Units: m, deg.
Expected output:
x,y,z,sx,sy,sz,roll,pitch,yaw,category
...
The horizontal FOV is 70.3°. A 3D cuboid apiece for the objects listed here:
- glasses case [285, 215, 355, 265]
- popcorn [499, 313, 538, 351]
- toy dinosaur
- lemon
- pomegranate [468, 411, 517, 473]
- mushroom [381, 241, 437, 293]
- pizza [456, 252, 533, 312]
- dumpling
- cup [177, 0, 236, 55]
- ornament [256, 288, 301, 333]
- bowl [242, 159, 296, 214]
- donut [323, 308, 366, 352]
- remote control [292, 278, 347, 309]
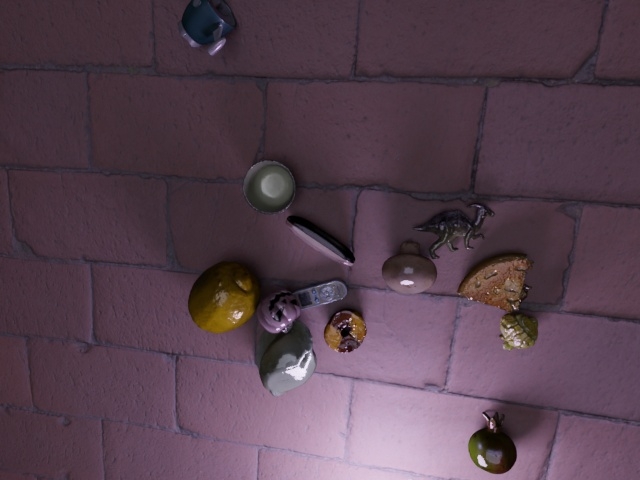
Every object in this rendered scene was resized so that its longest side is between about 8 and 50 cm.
x,y,z,sx,sy,sz,roll,pitch,yaw,category
0.000,0.000,1.768,0.314,0.122,0.075,33,101,2,glasses case
0.735,0.339,1.691,0.162,0.135,0.141,-37,100,13,popcorn
0.503,-0.037,1.691,0.293,0.077,0.162,-16,94,-1,toy dinosaur
-0.386,0.235,1.825,0.285,0.285,0.316,18,127,7,lemon
0.675,0.791,1.784,0.181,0.181,0.225,3,87,10,pomegranate
0.335,0.097,1.709,0.204,0.204,0.205,2,102,11,mushroom
0.671,0.171,1.693,0.289,0.081,0.229,-35,87,16,pizza
-0.147,0.483,1.855,0.320,0.212,0.270,-33,90,3,dumpling
-0.426,-0.804,1.670,0.173,0.167,0.300,-28,69,25,cup
-0.161,0.286,1.794,0.177,0.177,0.178,2,102,11,ornament
-0.184,-0.210,1.766,0.211,0.112,0.212,2,101,11,bowl
0.104,0.362,1.849,0.166,0.073,0.184,19,104,7,donut
-0.007,0.219,1.855,0.244,0.047,0.087,-16,101,13,remote control
